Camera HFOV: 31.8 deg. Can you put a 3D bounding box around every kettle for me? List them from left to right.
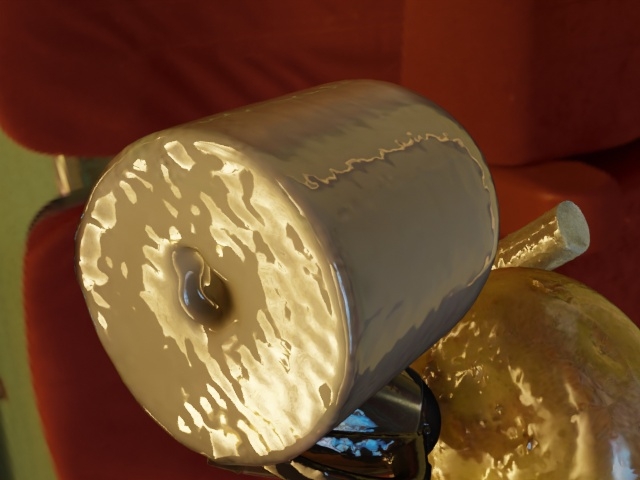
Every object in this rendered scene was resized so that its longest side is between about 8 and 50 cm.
[{"bbox_3d":[0.019,0.195,1.337,0.251,0.271,0.207,138,145,-77],"label":"kettle"}]

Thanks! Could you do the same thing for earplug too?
[{"bbox_3d":[0.000,0.000,1.125,0.312,0.394,0.313,13,114,31],"label":"earplug"}]

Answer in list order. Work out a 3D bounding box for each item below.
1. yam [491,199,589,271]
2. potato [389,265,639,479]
[{"bbox_3d":[0.328,0.032,1.879,0.259,0.093,0.093,-35,78,39],"label":"yam"},{"bbox_3d":[0.289,0.236,1.489,0.442,0.385,0.319,56,162,19],"label":"potato"}]
